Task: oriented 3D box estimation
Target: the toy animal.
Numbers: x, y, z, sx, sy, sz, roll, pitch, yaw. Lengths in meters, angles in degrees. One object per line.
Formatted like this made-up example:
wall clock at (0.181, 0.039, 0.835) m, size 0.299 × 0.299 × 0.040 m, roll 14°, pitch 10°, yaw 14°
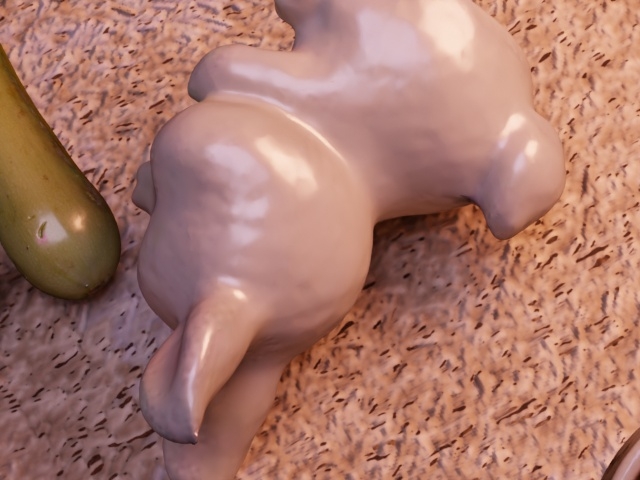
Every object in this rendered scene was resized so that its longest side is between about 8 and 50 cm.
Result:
toy animal at (-0.006, -0.007, 1.309) m, size 0.241 × 0.196 × 0.367 m, roll 33°, pitch 73°, yaw 20°

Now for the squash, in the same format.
squash at (-0.224, -0.059, 1.431) m, size 0.083 × 0.083 × 0.250 m, roll -31°, pitch 63°, yaw -5°

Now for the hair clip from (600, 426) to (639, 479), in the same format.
hair clip at (0.215, 0.174, 1.215) m, size 0.113 × 0.172 × 0.282 m, roll 19°, pitch 82°, yaw 7°
